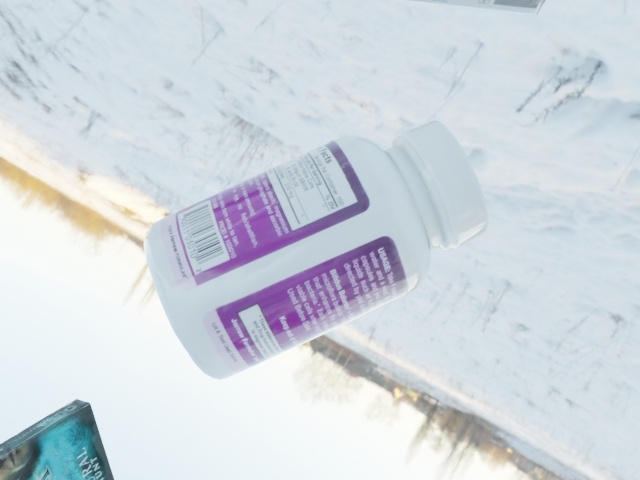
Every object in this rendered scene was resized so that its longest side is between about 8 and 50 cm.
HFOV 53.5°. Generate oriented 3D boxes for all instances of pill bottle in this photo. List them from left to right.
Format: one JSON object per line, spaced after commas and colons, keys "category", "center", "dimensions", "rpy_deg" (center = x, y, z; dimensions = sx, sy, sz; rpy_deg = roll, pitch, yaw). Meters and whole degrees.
{"category": "pill bottle", "center": [0.000, 0.000, 0.621], "dimensions": [0.169, 0.301, 0.169], "rpy_deg": [156, 90, -88]}

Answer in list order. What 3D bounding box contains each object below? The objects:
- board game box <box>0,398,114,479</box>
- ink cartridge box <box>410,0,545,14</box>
{"category": "board game box", "center": [-0.239, 0.256, 0.567], "dimensions": [0.026, 0.186, 0.126], "rpy_deg": [1, -160, 37]}
{"category": "ink cartridge box", "center": [0.197, -0.461, 0.986], "dimensions": [0.275, 0.239, 0.060], "rpy_deg": [2, 149, -10]}
